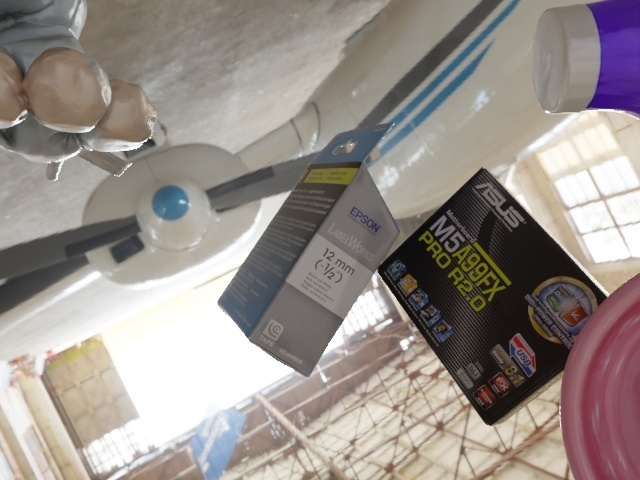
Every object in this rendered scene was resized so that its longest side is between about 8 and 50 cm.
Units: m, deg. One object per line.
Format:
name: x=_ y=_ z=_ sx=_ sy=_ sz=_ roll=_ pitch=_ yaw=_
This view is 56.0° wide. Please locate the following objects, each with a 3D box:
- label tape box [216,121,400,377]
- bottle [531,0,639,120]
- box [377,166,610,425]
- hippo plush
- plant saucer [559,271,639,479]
label tape box: x=0.000 y=0.000 z=0.905 sx=0.348 sy=0.115 sz=0.249 roll=-55 pitch=-161 yaw=-6
bottle: x=0.284 y=-0.126 z=0.379 sx=0.282 sy=0.118 sz=0.092 roll=-6 pitch=171 yaw=2
box: x=0.229 y=0.070 z=0.802 sx=0.216 sy=0.270 sz=0.060 roll=-46 pitch=148 yaw=20
hippo plush: x=-0.296 y=-0.217 z=0.669 sx=0.234 sy=0.237 sz=0.294 roll=-3 pitch=173 yaw=14
plant saucer: x=0.397 y=0.169 z=0.544 sx=0.332 sy=0.332 sz=0.084 roll=-27 pitch=159 yaw=24
